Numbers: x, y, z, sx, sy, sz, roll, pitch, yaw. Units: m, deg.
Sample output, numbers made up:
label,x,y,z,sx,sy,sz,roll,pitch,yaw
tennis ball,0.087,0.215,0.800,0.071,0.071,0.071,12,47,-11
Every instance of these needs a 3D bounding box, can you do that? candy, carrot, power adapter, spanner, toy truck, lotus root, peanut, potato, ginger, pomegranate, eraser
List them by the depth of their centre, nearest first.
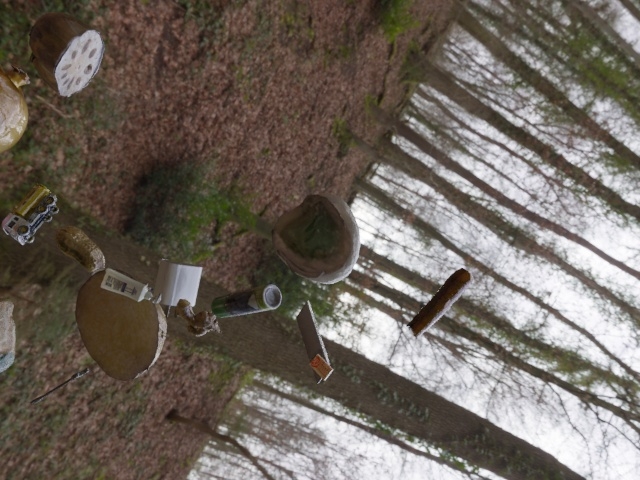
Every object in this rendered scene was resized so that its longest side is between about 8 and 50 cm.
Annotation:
label,x,y,z,sx,sy,sz,roll,pitch,yaw
potato,-0.510,0.214,1.275,0.239,0.299,0.116,-41,168,14
pomegranate,-0.966,-0.389,1.327,0.319,0.319,0.319,-48,-154,33
carrot,0.366,0.192,1.466,0.260,0.070,0.070,-46,-159,-5
spanner,-0.850,0.476,1.548,0.254,0.015,0.054,-31,177,18
lotus root,-0.926,-0.673,1.699,0.272,0.192,0.272,-53,-167,18
toy truck,-1.090,-0.102,1.797,0.227,0.114,0.098,-63,-174,-27
peanut,-0.981,0.040,1.957,0.120,0.236,0.110,-37,-162,4
ginger,-0.510,0.315,1.979,0.132,0.214,0.059,-22,-156,3
eraser,-0.032,0.446,2.119,0.111,0.077,0.353,83,-11,-84
candy,0.000,0.000,2.120,0.386,0.186,0.427,-40,-122,9
power adapter,-0.651,0.224,2.156,0.124,0.187,0.256,9,-94,35

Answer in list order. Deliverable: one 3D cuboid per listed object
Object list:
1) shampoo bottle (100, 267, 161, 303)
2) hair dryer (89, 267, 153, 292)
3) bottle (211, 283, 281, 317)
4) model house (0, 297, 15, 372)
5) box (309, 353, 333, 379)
label,x,y,z,sx,sy,sz,roll,pitch,yaw
shampoo bottle,-0.438,0.113,1.106,0.034,0.141,0.049,-71,-175,-85
hair dryer,-0.768,0.183,1.873,0.131,0.236,0.073,97,0,-53
bottle,-0.289,0.235,1.815,0.330,0.093,0.093,-16,-132,42
model house,-1.315,0.337,1.612,0.342,0.381,0.335,-1,87,-75
box,0.003,0.519,1.953,0.093,0.015,0.058,42,-79,26
